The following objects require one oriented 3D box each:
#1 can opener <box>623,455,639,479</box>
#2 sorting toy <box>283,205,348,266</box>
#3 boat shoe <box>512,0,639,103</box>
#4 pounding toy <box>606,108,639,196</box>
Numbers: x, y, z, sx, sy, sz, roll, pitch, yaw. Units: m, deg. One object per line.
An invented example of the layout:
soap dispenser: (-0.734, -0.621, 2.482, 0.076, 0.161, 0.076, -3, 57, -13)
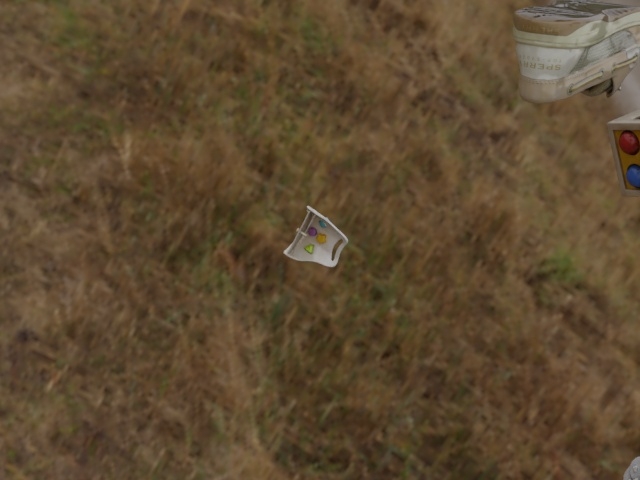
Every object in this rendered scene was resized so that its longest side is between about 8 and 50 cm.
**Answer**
can opener: (0.431, 0.401, 1.658, 0.093, 0.074, 0.280, 15, 53, -17)
sorting toy: (0.000, 0.000, 1.922, 0.075, 0.083, 0.045, 33, 22, 13)
boat shoe: (0.290, -0.206, 1.429, 0.109, 0.098, 0.302, 12, 19, 30)
pounding toy: (0.466, -0.125, 1.812, 0.100, 0.130, 0.141, -24, 16, -28)
